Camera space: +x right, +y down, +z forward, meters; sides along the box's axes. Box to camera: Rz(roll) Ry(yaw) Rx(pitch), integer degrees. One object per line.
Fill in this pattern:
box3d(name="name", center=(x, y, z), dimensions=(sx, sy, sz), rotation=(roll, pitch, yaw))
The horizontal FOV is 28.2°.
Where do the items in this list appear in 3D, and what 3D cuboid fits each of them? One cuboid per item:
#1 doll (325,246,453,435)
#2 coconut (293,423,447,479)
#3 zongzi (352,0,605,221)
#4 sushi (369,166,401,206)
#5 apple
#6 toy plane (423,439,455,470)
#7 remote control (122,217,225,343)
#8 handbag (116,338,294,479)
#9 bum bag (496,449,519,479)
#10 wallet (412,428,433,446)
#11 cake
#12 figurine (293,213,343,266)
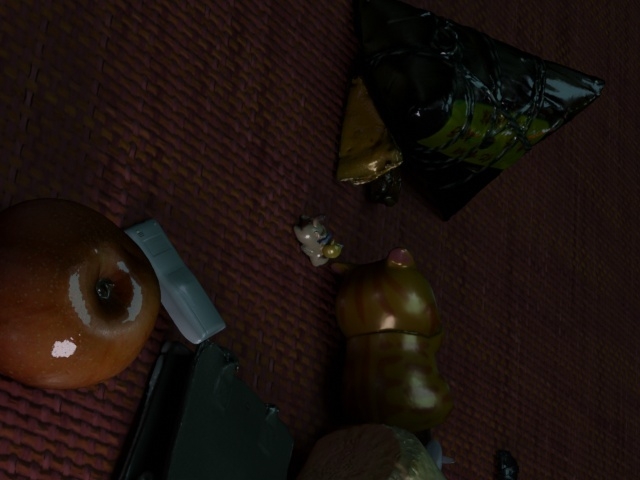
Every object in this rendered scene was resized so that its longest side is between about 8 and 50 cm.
box3d(name="doll", center=(0.098, 0.160, 1.839), dimensions=(0.162, 0.166, 0.269), rotation=(23, 61, -55))
box3d(name="coconut", center=(0.078, 0.385, 1.683), dimensions=(0.244, 0.239, 0.239), rotation=(61, 38, -27))
box3d(name="zongzi", center=(0.204, -0.181, 2.057), dimensions=(0.383, 0.362, 0.319), rotation=(15, 39, -25))
box3d(name="sushi", center=(0.100, -0.103, 1.996), dimensions=(0.055, 0.052, 0.120), rotation=(23, 63, -53))
box3d(name="apple", center=(-0.259, 0.054, 1.300), dimensions=(0.201, 0.162, 0.201), rotation=(16, 71, -56))
box3d(name="toy plane", center=(0.158, 0.385, 1.950), dimensions=(0.171, 0.065, 0.162), rotation=(-64, 150, -25))
box3d(name="remote control", center=(-0.173, 0.046, 1.511), dimensions=(0.162, 0.029, 0.061), rotation=(57, 32, 2))
box3d(name="handbag", center=(-0.127, 0.278, 1.532), dimensions=(0.247, 0.079, 0.260), rotation=(52, 40, -40))
box3d(name="bum bag", center=(0.331, 0.433, 2.247), dimensions=(0.058, 0.034, 0.124), rotation=(21, 64, -39))
box3d(name="wallet", center=(0.139, 0.246, 2.000), dimensions=(0.095, 0.026, 0.176), rotation=(-18, 102, -59))
box3d(name="cake", center=(0.059, -0.158, 1.964), dimensions=(0.185, 0.116, 0.080), rotation=(61, 10, 29))
box3d(name="figurine", center=(0.000, 0.000, 1.821), dimensions=(0.083, 0.050, 0.047), rotation=(60, 43, -29))
